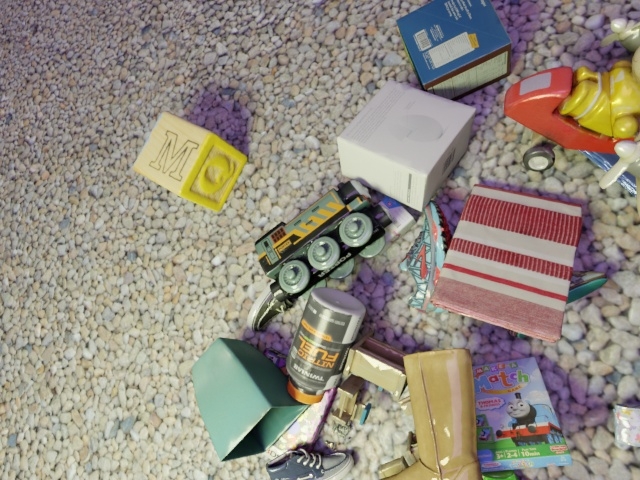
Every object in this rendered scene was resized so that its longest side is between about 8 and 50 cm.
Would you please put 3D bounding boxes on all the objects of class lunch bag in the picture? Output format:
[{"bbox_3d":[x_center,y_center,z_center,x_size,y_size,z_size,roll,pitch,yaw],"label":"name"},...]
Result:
[{"bbox_3d":[0.595,0.344,0.805,0.084,0.053,0.070,-1,80,11],"label":"lunch bag"}]

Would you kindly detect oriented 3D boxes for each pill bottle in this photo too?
[{"bbox_3d":[0.002,0.238,0.962,0.131,0.130,0.245,25,105,24],"label":"pill bottle"}]

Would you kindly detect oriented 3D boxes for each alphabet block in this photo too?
[{"bbox_3d":[-0.365,-0.221,1.227,0.197,0.192,0.193,28,92,25],"label":"alphabet block"}]

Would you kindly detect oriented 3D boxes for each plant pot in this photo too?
[{"bbox_3d":[-0.184,0.350,1.007,0.165,0.165,0.234,-49,57,6],"label":"plant pot"}]

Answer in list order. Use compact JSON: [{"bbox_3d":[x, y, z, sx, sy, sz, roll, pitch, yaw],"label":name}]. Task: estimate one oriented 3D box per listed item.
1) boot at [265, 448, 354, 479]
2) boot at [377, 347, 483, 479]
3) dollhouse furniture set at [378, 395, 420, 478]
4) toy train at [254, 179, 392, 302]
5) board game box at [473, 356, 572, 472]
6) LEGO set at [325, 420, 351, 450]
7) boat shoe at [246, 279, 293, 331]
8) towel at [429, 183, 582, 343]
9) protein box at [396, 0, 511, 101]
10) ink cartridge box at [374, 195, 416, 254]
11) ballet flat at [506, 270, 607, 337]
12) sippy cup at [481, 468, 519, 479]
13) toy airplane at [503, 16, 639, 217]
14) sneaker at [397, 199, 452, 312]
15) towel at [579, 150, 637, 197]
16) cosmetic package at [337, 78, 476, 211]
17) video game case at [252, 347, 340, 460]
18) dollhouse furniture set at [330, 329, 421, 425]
[{"bbox_3d":[-0.024,0.506,0.968,0.190,0.069,0.085,-22,100,-7],"label":"boot"},{"bbox_3d":[0.188,0.351,0.807,0.236,0.089,0.269,-15,67,28],"label":"boot"},{"bbox_3d":[0.190,0.394,0.912,0.182,0.101,0.160,-29,84,13],"label":"dollhouse furniture set"},{"bbox_3d":[0.000,0.000,1.012,0.334,0.142,0.190,-38,62,11],"label":"toy train"},{"bbox_3d":[0.363,0.330,0.835,0.160,0.039,0.211,-15,30,18],"label":"board game box"},{"bbox_3d":[0.043,0.456,1.012,0.054,0.023,0.083,18,86,24],"label":"LEGO set"},{"bbox_3d":[-0.108,0.151,1.107,0.070,0.078,0.219,34,91,25],"label":"boat shoe"},{"bbox_3d":[0.391,0.030,0.893,0.237,0.037,0.328,17,60,22],"label":"towel"},{"bbox_3d":[0.320,-0.464,1.038,0.201,0.136,0.199,-22,71,16],"label":"protein box"},{"bbox_3d":[0.157,-0.038,1.057,0.122,0.052,0.088,-43,67,8],"label":"ink cartridge box"},{"bbox_3d":[0.473,0.114,0.897,0.222,0.077,0.079,-38,49,10],"label":"ballet flat"},{"bbox_3d":[0.344,0.578,0.760,0.240,0.224,0.305,-46,67,7],"label":"sippy cup"},{"bbox_3d":[0.591,-0.236,0.769,0.385,0.272,0.386,-26,58,-8],"label":"toy airplane"},{"bbox_3d":[0.234,0.035,0.985,0.125,0.104,0.261,-7,75,23],"label":"sneaker"},{"bbox_3d":[0.716,-0.265,0.895,0.336,0.040,0.243,-41,68,9],"label":"towel"},{"bbox_3d":[0.196,-0.224,0.999,0.225,0.138,0.224,30,68,23],"label":"cosmetic package"},{"bbox_3d":[-0.091,0.415,1.063,0.211,0.042,0.231,22,87,22],"label":"video game case"},{"bbox_3d":[0.126,0.323,0.969,0.130,0.129,0.183,21,109,23],"label":"dollhouse furniture set"}]
